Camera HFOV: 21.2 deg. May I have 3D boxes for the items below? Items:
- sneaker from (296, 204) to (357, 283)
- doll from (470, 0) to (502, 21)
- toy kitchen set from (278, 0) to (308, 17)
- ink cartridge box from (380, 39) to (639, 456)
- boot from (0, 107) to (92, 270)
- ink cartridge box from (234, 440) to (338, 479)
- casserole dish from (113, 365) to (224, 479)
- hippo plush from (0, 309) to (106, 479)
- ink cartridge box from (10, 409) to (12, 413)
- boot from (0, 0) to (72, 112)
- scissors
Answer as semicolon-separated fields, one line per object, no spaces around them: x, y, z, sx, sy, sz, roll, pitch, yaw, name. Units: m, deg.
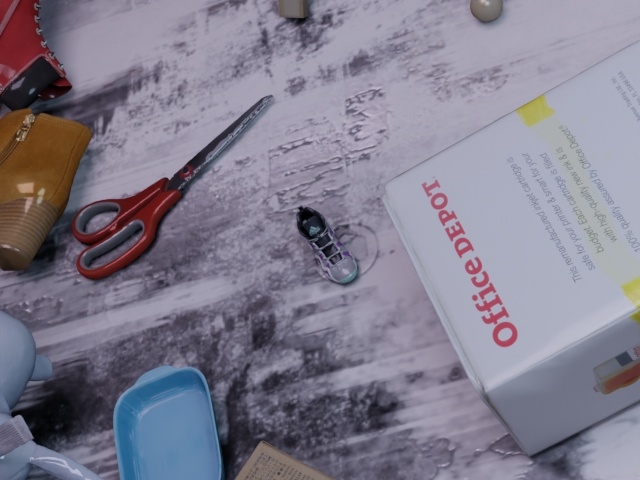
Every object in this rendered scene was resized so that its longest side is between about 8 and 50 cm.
0.000;0.000;1.835;0.038;0.069;0.098;-38;50;-1;sneaker
0.195;-0.334;1.978;0.129;0.046;0.189;-1;64;14;doll
-0.036;-0.319;2.091;0.068;0.075;0.083;5;22;25;toy kitchen set
0.290;-0.013;1.643;0.385;0.160;0.279;-29;50;6;ink cartridge box
-0.428;-0.065;2.080;0.295;0.104;0.211;3;54;24;boot
-0.035;0.335;1.617;0.193;0.088;0.234;24;71;34;ink cartridge box
-0.154;0.218;1.787;0.114;0.037;0.188;-22;53;11;casserole dish
-0.388;0.155;1.740;0.294;0.234;0.236;-27;39;26;hippo plush
-0.455;0.272;1.884;0.176;0.069;0.371;-1;61;25;ink cartridge box
-0.366;-0.277;2.169;0.244;0.176;0.088;-61;11;-30;boot
-0.163;-0.059;1.990;0.297;0.021;0.109;-31;48;3;scissors
